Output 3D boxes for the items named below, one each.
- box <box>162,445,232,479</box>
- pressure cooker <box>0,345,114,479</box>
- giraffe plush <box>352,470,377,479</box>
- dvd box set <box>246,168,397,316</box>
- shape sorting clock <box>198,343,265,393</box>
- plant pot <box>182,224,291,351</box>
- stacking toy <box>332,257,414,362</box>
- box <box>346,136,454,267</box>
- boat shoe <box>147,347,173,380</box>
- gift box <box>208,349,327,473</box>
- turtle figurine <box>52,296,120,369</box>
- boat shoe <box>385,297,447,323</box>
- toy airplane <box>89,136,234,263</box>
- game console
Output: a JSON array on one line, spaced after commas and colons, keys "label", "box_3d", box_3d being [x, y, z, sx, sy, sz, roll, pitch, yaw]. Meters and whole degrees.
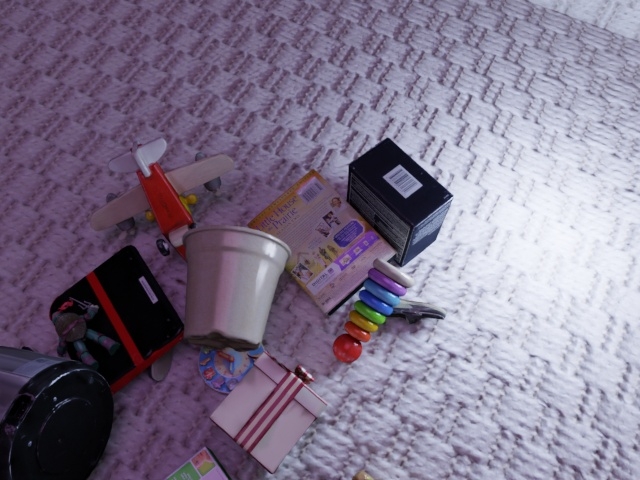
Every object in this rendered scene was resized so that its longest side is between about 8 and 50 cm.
[{"label": "box", "box_3d": [-0.318, 0.729, 1.455, 0.231, 0.126, 0.262, -35, 70, -18]}, {"label": "pressure cooker", "box_3d": [-0.812, 0.463, 1.438, 0.421, 0.369, 0.375, 6, 66, 20]}, {"label": "giraffe plush", "box_3d": [0.140, 0.745, 1.447, 0.210, 0.181, 0.170, 43, 79, -18]}, {"label": "dvd box set", "box_3d": [0.000, 0.000, 1.822, 0.308, 0.062, 0.420, -42, 70, -6]}, {"label": "shape sorting clock", "box_3d": [-0.270, 0.365, 1.681, 0.207, 0.040, 0.206, 0, 64, 0]}, {"label": "plant pot", "box_3d": [-0.268, 0.160, 1.633, 0.334, 0.333, 0.305, 5, 68, 2]}, {"label": "stacking toy", "box_3d": [0.144, 0.223, 1.676, 0.141, 0.141, 0.330, 32, 92, 15]}, {"label": "box", "box_3d": [0.242, -0.119, 1.781, 0.183, 0.294, 0.296, -36, 69, -18]}, {"label": "boat shoe", "box_3d": [-0.508, 0.316, 1.695, 0.079, 0.084, 0.232, -16, 67, 26]}, {"label": "gift box", "box_3d": [-0.147, 0.449, 1.509, 0.276, 0.255, 0.258, 41, 69, 5]}, {"label": "turtle figurine", "box_3d": [-0.708, 0.270, 1.599, 0.234, 0.118, 0.175, 36, 80, 17]}, {"label": "boat shoe", "box_3d": [0.282, 0.229, 1.733, 0.224, 0.080, 0.073, 11, 71, 12]}, {"label": "toy airplane", "box_3d": [-0.518, -0.153, 1.811, 0.387, 0.272, 0.383, 18, 95, -8]}, {"label": "game console", "box_3d": [-0.629, 0.244, 1.685, 0.342, 0.060, 0.386, -37, 65, -6]}]
